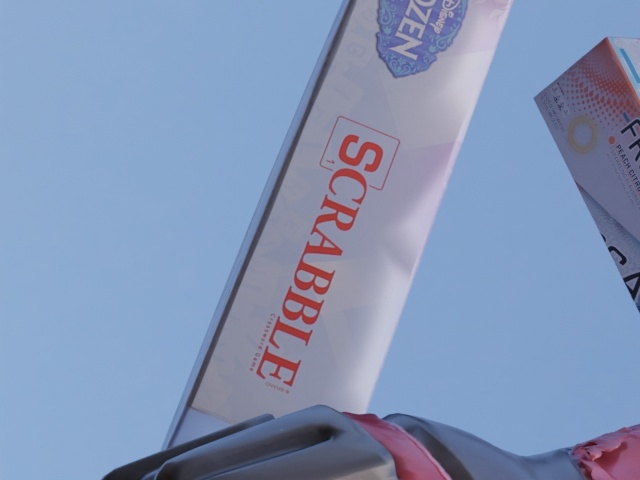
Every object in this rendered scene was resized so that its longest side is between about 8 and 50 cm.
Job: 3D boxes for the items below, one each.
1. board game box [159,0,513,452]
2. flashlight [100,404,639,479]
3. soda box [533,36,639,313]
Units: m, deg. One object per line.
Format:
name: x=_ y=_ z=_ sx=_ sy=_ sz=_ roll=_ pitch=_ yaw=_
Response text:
board game box: x=0.000 y=0.000 z=0.883 sx=0.318 sy=0.066 sz=0.319 roll=117 pitch=-6 yaw=-63
flashlight: x=0.096 y=0.061 z=0.481 sx=0.103 sy=0.304 sz=0.103 roll=27 pitch=-54 yaw=53
soda box: x=0.186 y=-0.018 z=1.028 sx=0.063 sy=0.058 sz=0.183 roll=-41 pitch=-117 yaw=39
